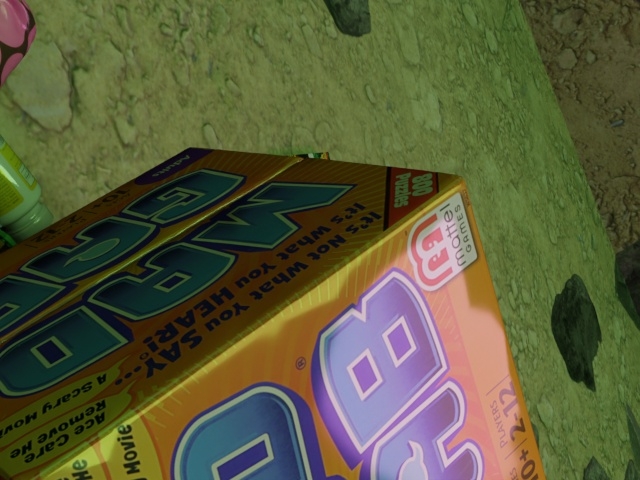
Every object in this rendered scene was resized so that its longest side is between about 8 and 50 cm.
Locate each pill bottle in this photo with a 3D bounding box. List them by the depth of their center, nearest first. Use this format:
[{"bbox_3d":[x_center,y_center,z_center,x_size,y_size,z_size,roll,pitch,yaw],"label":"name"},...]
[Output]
[{"bbox_3d":[-0.308,-0.053,0.954,0.116,0.065,0.065,57,36,-27],"label":"pill bottle"}]

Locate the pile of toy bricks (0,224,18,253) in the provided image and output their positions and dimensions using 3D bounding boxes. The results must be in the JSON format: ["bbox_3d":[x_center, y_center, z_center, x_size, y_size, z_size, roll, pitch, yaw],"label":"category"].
[{"bbox_3d":[-0.304,0.049,0.904,0.105,0.118,0.212,-50,137,-15],"label":"pile of toy bricks"}]

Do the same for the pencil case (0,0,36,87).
[{"bbox_3d":[-0.346,-0.160,0.915,0.098,0.095,0.209,89,13,-47],"label":"pencil case"}]

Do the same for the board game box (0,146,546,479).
[{"bbox_3d":[-0.084,0.169,0.795,0.356,0.356,0.356,-34,118,-31],"label":"board game box"}]

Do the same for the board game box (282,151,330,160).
[{"bbox_3d":[0.000,0.000,1.464,0.136,0.030,0.260,-15,91,-61],"label":"board game box"}]
